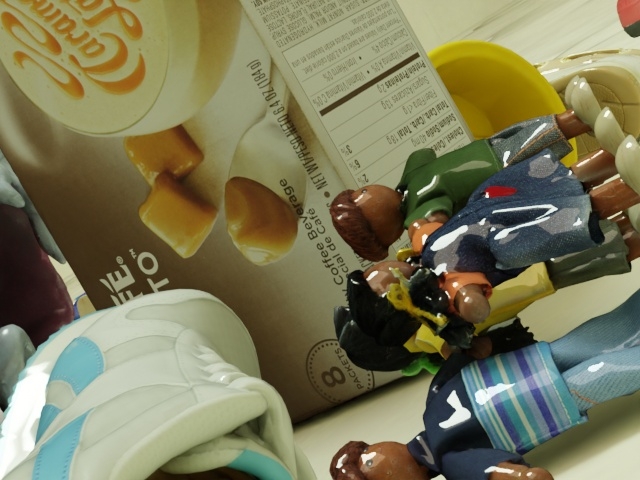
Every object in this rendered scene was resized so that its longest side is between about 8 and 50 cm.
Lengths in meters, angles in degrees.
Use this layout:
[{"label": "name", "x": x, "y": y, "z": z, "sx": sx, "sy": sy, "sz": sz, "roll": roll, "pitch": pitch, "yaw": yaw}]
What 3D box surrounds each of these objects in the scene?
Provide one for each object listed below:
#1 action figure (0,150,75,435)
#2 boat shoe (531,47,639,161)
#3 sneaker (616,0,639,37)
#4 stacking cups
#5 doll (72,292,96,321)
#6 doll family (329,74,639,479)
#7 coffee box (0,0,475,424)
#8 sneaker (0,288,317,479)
[{"label": "action figure", "x": -0.312, "y": 0.076, "z": 0.874, "sx": 0.370, "sy": 0.276, "sz": 0.248, "roll": -13, "pitch": 24, "yaw": 17}, {"label": "boat shoe", "x": 0.116, "y": -0.062, "z": 0.902, "sx": 0.170, "sy": 0.063, "sz": 0.059, "roll": -11, "pitch": 16, "yaw": 47}, {"label": "sneaker", "x": 0.308, "y": -0.259, "z": 1.230, "sx": 0.276, "sy": 0.135, "sz": 0.097, "roll": -31, "pitch": 4, "yaw": -18}, {"label": "stacking cups", "x": 0.000, "y": 0.000, "z": 0.864, "sx": 0.096, "sy": 0.096, "sz": 0.316, "roll": -34, "pitch": 2, "yaw": -33}, {"label": "doll", "x": -0.195, "y": 0.049, "z": 1.593, "sx": 0.129, "sy": 0.046, "sz": 0.189, "roll": -27, "pitch": 7, "yaw": 23}, {"label": "doll family", "x": 0.047, "y": 0.016, "z": 0.488, "sx": 0.111, "sy": 0.076, "sz": 0.193, "roll": -25, "pitch": 9, "yaw": 6}, {"label": "coffee box", "x": -0.043, "y": -0.054, "z": 0.667, "sx": 0.141, "sy": 0.246, "sz": 0.098, "roll": -26, "pitch": 6, "yaw": 37}, {"label": "sneaker", "x": -0.039, "y": 0.071, "z": 0.448, "sx": 0.092, "sy": 0.087, "sz": 0.229, "roll": -22, "pitch": 15, "yaw": 16}]
